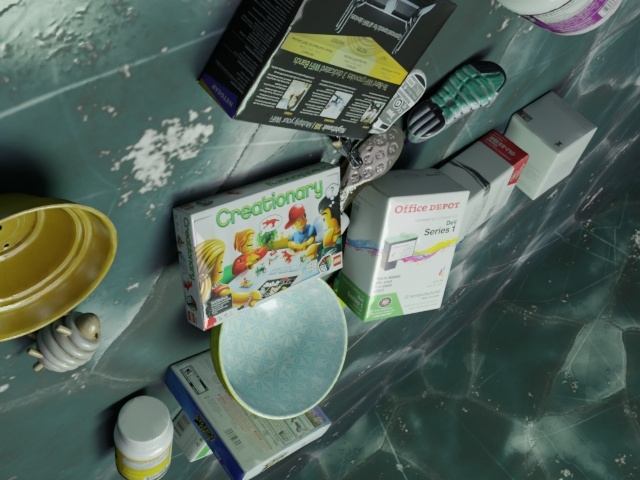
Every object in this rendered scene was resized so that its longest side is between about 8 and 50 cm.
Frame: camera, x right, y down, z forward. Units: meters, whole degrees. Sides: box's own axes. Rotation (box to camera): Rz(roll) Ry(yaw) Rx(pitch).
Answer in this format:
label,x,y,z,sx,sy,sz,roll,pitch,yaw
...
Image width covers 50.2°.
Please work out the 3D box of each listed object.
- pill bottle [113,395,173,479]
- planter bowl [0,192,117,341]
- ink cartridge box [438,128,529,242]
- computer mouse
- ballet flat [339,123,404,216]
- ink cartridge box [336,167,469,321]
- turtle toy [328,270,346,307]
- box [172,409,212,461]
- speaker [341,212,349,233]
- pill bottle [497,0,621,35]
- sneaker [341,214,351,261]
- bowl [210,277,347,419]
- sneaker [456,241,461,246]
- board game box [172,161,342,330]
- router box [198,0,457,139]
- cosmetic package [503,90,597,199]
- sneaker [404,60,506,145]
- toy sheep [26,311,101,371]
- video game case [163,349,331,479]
label,x,y,z,sx,sy,sz,roll,pitch,yaw
pill bottle,-0.362,0.409,1.400,0.119,0.119,0.208,-27,152,-32
planter bowl,-0.351,0.012,0.775,0.217,0.090,0.217,-34,156,-18
ink cartridge box,0.340,-0.106,1.611,0.273,0.114,0.197,-36,156,-26
computer mouse,0.098,-0.216,1.148,0.193,0.042,0.106,-44,141,8
ballet flat,0.057,-0.115,1.253,0.084,0.058,0.250,34,99,-29
ink cartridge box,0.163,0.006,1.379,0.201,0.117,0.278,-7,120,-29
turtle toy,0.054,0.116,1.618,0.095,0.066,0.130,11,125,-50
box,-0.282,0.442,1.605,0.101,0.102,0.087,-53,157,20
speaker,0.000,0.000,1.300,0.136,0.055,0.055,-53,163,-27
pill bottle,0.349,-0.421,1.040,0.301,0.169,0.169,-6,137,-54
sneaker,0.058,-0.019,1.425,0.188,0.066,0.071,-34,135,-24
bowl,-0.105,0.191,1.345,0.289,0.289,0.156,-27,-165,-31
sneaker,0.280,0.006,1.781,0.232,0.081,0.090,5,131,-51
board game box,-0.088,0.000,1.114,0.305,0.053,0.193,-23,120,-38
router box,0.022,-0.263,0.903,0.309,0.081,0.243,-3,135,-56
cosmetic package,0.550,-0.234,1.693,0.151,0.151,0.183,-32,156,-23
sneaker,0.247,-0.261,1.297,0.224,0.083,0.098,-33,176,-12
toy sheep,-0.371,0.147,0.989,0.132,0.091,0.091,-34,159,15
video game case,-0.150,0.337,1.420,0.244,0.269,0.061,-17,147,-45
